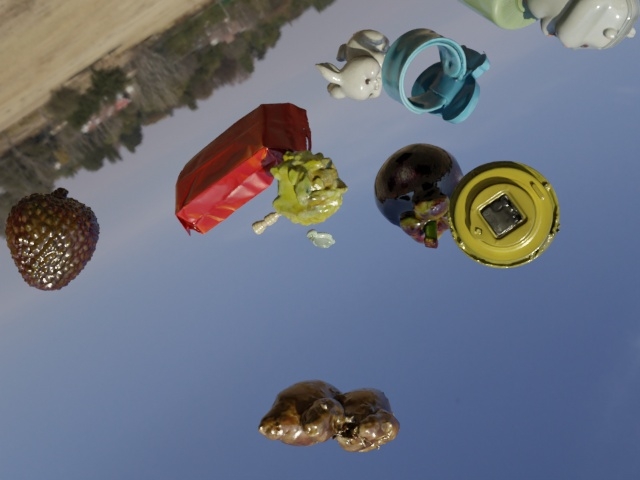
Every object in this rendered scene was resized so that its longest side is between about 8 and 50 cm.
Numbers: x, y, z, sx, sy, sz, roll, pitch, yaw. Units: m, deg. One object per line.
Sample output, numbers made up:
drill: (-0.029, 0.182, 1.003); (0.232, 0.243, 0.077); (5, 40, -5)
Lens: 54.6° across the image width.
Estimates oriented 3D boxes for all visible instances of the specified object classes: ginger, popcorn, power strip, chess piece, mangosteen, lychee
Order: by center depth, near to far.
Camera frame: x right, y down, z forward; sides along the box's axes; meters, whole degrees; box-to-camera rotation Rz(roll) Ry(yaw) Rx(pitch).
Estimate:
popcorn: (-0.033, -0.119, 1.377); (0.173, 0.173, 0.142); (-16, -155, 39)
ginger: (0.028, 0.436, 1.499); (0.357, 0.152, 0.274); (7, -177, -8)
power strip: (0.000, 0.000, 1.592); (0.055, 0.083, 0.035); (-35, -137, 32)
lychee: (-0.697, -0.005, 1.610); (0.236, 0.236, 0.271); (-11, -107, 46)
chess piece: (-0.135, -0.054, 1.623); (0.092, 0.035, 0.035); (-33, -161, 24)
mangosteen: (0.282, -0.114, 1.723); (0.275, 0.275, 0.302); (-24, -121, 26)

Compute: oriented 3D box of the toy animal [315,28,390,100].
toy animal: (0.100, -0.471, 1.678); (0.178, 0.127, 0.193); (20, -110, 23)

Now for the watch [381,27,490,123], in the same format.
watch: (0.241, -0.372, 1.356); (0.211, 0.193, 0.211); (-28, -130, 41)

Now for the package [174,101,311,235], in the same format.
package: (-0.214, -0.189, 1.592); (0.423, 0.123, 0.196); (-31, -135, 22)

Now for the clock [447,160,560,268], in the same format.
clock: (0.382, -0.055, 1.310); (0.237, 0.237, 0.057); (-27, 172, 18)

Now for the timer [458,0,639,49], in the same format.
timer: (0.441, -0.470, 1.134); (0.291, 0.315, 0.291); (-29, 157, -13)
